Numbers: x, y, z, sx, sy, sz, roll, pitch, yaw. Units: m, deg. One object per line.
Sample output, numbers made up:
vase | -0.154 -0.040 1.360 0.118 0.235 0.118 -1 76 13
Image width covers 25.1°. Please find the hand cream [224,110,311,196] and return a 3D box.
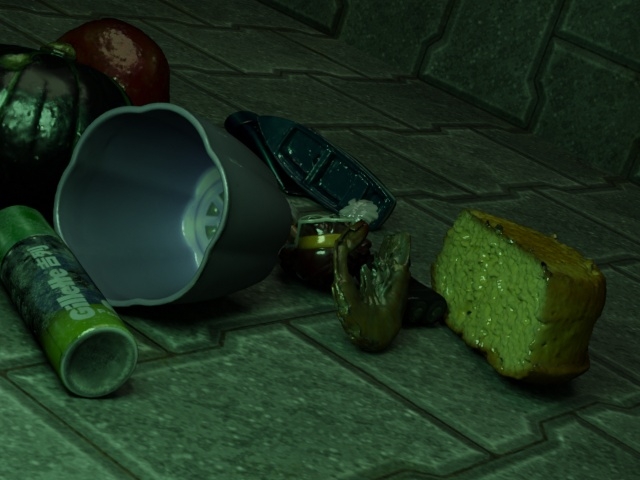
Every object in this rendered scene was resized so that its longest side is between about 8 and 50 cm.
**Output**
hand cream | -0.080 -0.146 2.609 0.120 0.061 0.270 9 28 -40

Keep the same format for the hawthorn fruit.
hawthorn fruit | -0.334 -0.221 2.313 0.210 0.230 0.266 -1 48 -25

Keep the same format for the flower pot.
flower pot | -0.171 -0.028 1.876 0.265 0.265 0.243 29 7 29

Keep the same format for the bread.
bread | 0.305 0.083 2.081 0.179 0.194 0.340 9 16 -23

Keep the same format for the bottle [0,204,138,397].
bottle | -0.312 0.062 1.683 0.093 0.093 0.330 7 21 -33

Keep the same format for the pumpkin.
pumpkin | -0.395 -0.160 1.969 0.315 0.238 0.315 13 0 0

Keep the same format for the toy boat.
toy boat | 0.006 -0.129 2.515 0.299 0.096 0.062 39 17 18

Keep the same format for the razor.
razor | 0.114 0.074 2.139 0.090 0.054 0.148 5 24 -39

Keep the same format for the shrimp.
shrimp | 0.066 0.046 2.001 0.173 0.058 0.253 52 33 -29

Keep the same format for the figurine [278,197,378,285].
figurine | 0.000 0.001 2.139 0.174 0.116 0.240 1 13 -6
